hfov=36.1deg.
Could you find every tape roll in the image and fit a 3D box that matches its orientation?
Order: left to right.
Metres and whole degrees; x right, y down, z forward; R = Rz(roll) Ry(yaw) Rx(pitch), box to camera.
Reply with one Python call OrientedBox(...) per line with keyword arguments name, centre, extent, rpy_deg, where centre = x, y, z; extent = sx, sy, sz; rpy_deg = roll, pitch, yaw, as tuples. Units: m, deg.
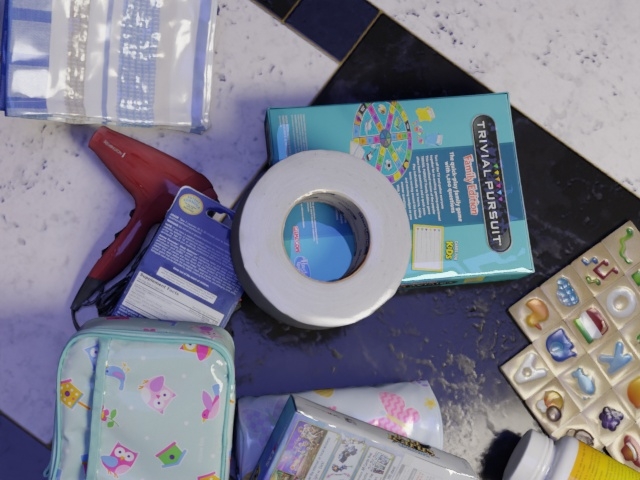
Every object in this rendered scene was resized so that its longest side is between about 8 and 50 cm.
OrientedBox(name="tape roll", centre=(0.000, 0.000, 1.226), extent=(0.219, 0.072, 0.219), rpy_deg=(2, 81, -13))

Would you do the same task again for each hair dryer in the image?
OrientedBox(name="hair dryer", centre=(-0.239, -0.016, 1.290), extent=(0.223, 0.080, 0.294), rpy_deg=(-14, 81, -10))

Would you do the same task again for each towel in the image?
OrientedBox(name="towel", centre=(-0.267, -0.250, 1.277), extent=(0.285, 0.034, 0.209), rpy_deg=(1, 100, -30))

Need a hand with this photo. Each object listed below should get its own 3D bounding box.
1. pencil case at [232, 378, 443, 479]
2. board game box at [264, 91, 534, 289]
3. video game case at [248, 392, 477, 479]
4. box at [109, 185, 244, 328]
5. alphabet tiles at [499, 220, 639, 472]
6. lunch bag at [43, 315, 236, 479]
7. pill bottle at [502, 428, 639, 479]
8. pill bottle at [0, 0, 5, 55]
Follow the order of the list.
OrientedBox(name="pencil case", centre=(0.020, 0.249, 1.254), extent=(0.273, 0.113, 0.124), rpy_deg=(-5, 78, -8))
OrientedBox(name="board game box", centre=(0.102, -0.060, 1.340), extent=(0.335, 0.079, 0.254), rpy_deg=(-5, 80, -8))
OrientedBox(name="video game case", centre=(0.020, 0.349, 1.190), extent=(0.244, 0.061, 0.270), rpy_deg=(23, 100, -15))
OrientedBox(name="box", centre=(-0.170, 0.057, 1.254), extent=(0.136, 0.036, 0.225), rpy_deg=(29, 90, -10))
OrientedBox(name="alphabet tiles", centre=(0.431, 0.150, 1.375), extent=(0.342, 0.011, 0.285), rpy_deg=(-34, 85, -12))
OrientedBox(name="lunch bag", centre=(-0.219, 0.236, 1.194), extent=(0.224, 0.108, 0.279), rpy_deg=(6, 98, -6))
OrientedBox(name="pill bottle", centre=(0.349, 0.331, 1.269), extent=(0.215, 0.117, 0.117), rpy_deg=(28, 77, 6))
OrientedBox(name="pill bottle", centre=(-0.491, -0.311, 1.276), extent=(0.278, 0.162, 0.162), rpy_deg=(-9, 80, -8))
